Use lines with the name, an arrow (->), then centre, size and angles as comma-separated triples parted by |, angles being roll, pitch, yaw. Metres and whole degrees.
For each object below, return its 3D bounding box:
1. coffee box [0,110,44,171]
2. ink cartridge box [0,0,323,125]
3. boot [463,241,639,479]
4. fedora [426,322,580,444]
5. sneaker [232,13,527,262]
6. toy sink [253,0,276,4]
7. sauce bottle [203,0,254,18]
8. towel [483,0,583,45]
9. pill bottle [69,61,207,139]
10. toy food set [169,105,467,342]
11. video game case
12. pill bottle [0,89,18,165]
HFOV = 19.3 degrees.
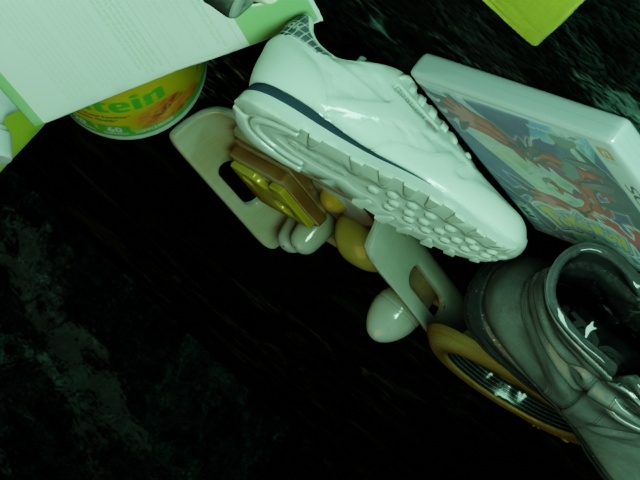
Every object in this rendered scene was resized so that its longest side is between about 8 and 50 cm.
coffee box -> -0.492, -0.223, 1.893 | 0.334, 0.337, 0.338 | 33, 167, 33
ink cartridge box -> -0.135, -0.176, 1.329 | 0.171, 0.235, 0.056 | 57, -166, -60
boot -> 0.259, 0.131, 1.367 | 0.338, 0.118, 0.223 | 35, 172, -11
fedora -> 0.189, 0.107, 1.661 | 0.194, 0.079, 0.194 | 31, 168, 7
sneaker -> 0.056, -0.070, 1.343 | 0.235, 0.095, 0.090 | 33, 156, -7
toy sink -> -0.099, -0.252, 0.977 | 0.234, 0.131, 0.153 | 40, 171, -34
sauce bottle -> -0.169, -0.272, 1.198 | 0.344, 0.111, 0.111 | 37, 170, 2
towel -> 0.104, -0.164, 0.962 | 0.102, 0.021, 0.237 | 45, 171, 1
pill bottle -> -0.173, -0.183, 1.510 | 0.136, 0.136, 0.245 | 37, 169, 14
toy food set -> 0.000, 0.000, 1.821 | 0.306, 0.092, 0.220 | 29, 166, 42
video game case -> 0.170, -0.040, 1.247 | 0.201, 0.023, 0.183 | 27, 164, 51
pill bottle -> -0.315, -0.193, 1.575 | 0.146, 0.264, 0.146 | -6, 172, -1
